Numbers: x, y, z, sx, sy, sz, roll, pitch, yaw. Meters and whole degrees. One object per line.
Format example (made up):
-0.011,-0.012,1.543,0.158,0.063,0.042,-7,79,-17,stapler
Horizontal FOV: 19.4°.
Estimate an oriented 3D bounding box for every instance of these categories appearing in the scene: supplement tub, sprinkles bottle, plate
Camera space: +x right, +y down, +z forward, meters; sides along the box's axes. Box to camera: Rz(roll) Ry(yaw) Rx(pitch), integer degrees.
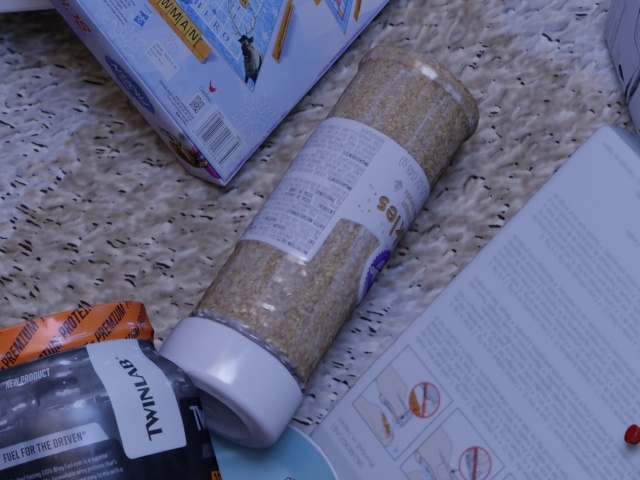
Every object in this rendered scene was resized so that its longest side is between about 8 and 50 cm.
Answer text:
-0.167,0.229,1.412,0.207,0.207,0.338,-15,83,-2,supplement tub
0.000,0.000,1.574,0.121,0.121,0.355,27,66,15,sprinkles bottle
-0.071,0.233,1.543,0.188,0.024,0.188,-2,65,4,plate

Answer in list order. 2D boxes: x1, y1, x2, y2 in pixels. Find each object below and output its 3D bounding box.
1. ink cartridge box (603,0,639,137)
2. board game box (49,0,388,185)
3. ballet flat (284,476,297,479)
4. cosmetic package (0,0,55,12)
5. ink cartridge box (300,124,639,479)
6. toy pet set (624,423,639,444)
0.313,-0.157,1.601,0.082,0.140,0.191,-4,54,-8,ink cartridge box
-0.082,-0.270,1.624,0.318,0.319,0.066,-48,36,-16,board game box
0.073,0.404,1.378,0.182,0.164,0.483,-10,71,8,ballet flat
-0.326,-0.318,1.690,0.385,0.156,0.217,-7,110,2,cosmetic package
0.204,0.148,1.479,0.385,0.091,0.308,-48,59,16,ink cartridge box
0.294,0.122,1.350,0.065,0.114,0.122,29,94,-18,toy pet set
